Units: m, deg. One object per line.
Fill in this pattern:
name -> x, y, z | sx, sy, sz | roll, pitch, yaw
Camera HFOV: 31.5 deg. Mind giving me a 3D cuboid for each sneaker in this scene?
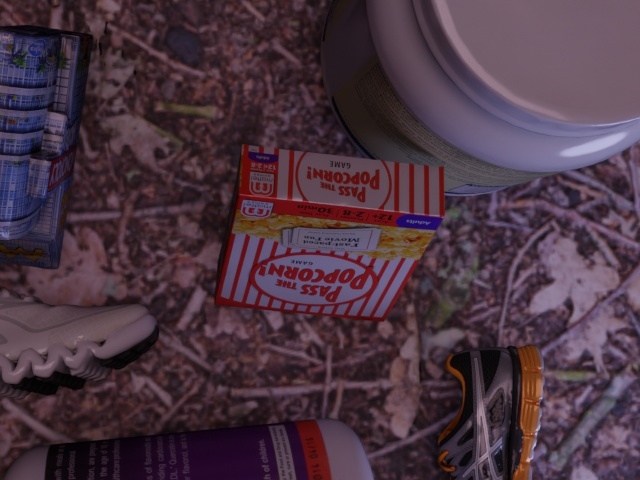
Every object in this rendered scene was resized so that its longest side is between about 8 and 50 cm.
sneaker -> -0.273, 0.069, 0.874 | 0.292, 0.110, 0.118 | -7, 76, -4
sneaker -> 0.135, 0.190, 0.946 | 0.083, 0.084, 0.215 | 7, 83, 5

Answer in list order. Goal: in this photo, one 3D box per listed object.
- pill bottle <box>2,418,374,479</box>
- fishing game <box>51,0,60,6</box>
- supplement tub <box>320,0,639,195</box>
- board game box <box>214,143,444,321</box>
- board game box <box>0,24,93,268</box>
pill bottle -> -0.122, 0.236, 0.850 | 0.323, 0.181, 0.181 | -4, 88, -8
fishing game -> -0.349, -0.254, 0.909 | 0.264, 0.041, 0.189 | -12, 91, -17
supplement tub -> 0.134, -0.159, 0.829 | 0.235, 0.325, 0.235 | 0, 88, -8
board game box -> 0.000, 0.000, 0.871 | 0.147, 0.193, 0.045 | 6, 63, -7
board game box -> -0.223, -0.063, 0.865 | 0.060, 0.194, 0.194 | 8, 101, -7
